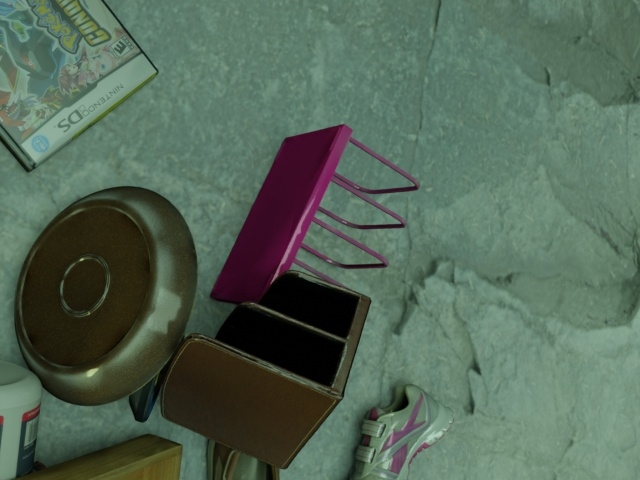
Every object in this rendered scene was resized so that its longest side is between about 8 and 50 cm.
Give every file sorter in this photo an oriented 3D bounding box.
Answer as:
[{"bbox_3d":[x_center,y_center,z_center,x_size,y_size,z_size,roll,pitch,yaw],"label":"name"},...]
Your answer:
[{"bbox_3d":[0.000,0.000,1.475,0.182,0.202,0.290,30,76,-24],"label":"file sorter"}]

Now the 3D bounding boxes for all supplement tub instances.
[{"bbox_3d":[-0.472,0.300,1.240,0.191,0.191,0.272,6,96,-24],"label":"supplement tub"}]

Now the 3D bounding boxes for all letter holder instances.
[{"bbox_3d":[-0.089,0.166,1.304,0.214,0.302,0.152,22,57,-4],"label":"letter holder"}]

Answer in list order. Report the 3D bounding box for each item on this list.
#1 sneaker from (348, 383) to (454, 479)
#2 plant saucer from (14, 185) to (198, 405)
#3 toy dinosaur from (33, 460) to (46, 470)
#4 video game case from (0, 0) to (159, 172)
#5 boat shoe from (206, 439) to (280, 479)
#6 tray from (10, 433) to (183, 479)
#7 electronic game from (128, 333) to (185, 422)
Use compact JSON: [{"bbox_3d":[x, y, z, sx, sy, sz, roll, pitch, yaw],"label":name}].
[{"bbox_3d":[0.102,0.335,1.568,0.111,0.103,0.252,49,64,-11],"label":"sneaker"},{"bbox_3d":[-0.306,0.065,1.289,0.050,0.311,0.310,32,72,-56],"label":"plant saucer"},{"bbox_3d":[-0.425,0.359,1.367,0.082,0.047,0.090,-34,135,-30],"label":"toy dinosaur"},{"bbox_3d":[-0.415,-0.281,1.386,0.248,0.035,0.275,-42,105,-20],"label":"video game case"},{"bbox_3d":[-0.114,0.431,1.449,0.123,0.116,0.324,-6,90,-24],"label":"boat shoe"},{"bbox_3d":[-0.342,0.398,1.233,0.411,0.076,0.202,-4,104,-60],"label":"tray"},{"bbox_3d":[-0.219,0.147,1.356,0.048,0.229,0.229,18,80,-3],"label":"electronic game"}]
